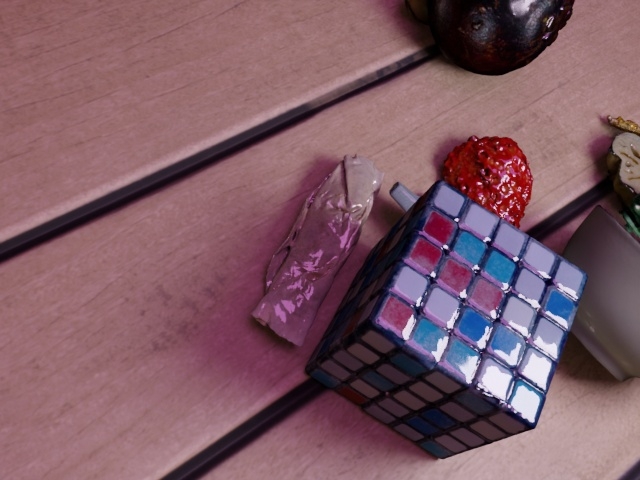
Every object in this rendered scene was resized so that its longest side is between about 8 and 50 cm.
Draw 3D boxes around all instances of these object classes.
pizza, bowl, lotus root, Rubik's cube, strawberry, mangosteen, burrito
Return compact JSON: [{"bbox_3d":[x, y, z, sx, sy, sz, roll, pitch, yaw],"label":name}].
[{"bbox_3d":[0.682,-0.237,1.775,0.123,0.108,0.026,20,101,-21],"label":"pizza"},{"bbox_3d":[0.545,0.126,1.466,0.185,0.354,0.354,-44,86,13],"label":"bowl"},{"bbox_3d":[0.660,-0.122,1.727,0.204,0.078,0.183,41,47,-4],"label":"lotus root"},{"bbox_3d":[0.193,0.135,1.304,0.292,0.293,0.286,32,60,-2],"label":"Rubik's cube"},{"bbox_3d":[0.338,-0.099,1.570,0.190,0.111,0.236,7,65,-21],"label":"strawberry"},{"bbox_3d":[0.345,-0.492,1.648,0.330,0.330,0.330,8,64,-18],"label":"mangosteen"},{"bbox_3d":[0.000,0.000,1.413,0.117,0.076,0.392,31,60,-5],"label":"burrito"}]

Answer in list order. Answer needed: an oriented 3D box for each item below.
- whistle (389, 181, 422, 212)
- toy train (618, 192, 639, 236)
[{"bbox_3d":[0.230,-0.005,1.481,0.274,0.093,0.186,42,17,-9],"label":"whistle"},{"bbox_3d":[0.698,0.021,1.578,0.301,0.120,0.202,36,23,-38],"label":"toy train"}]
